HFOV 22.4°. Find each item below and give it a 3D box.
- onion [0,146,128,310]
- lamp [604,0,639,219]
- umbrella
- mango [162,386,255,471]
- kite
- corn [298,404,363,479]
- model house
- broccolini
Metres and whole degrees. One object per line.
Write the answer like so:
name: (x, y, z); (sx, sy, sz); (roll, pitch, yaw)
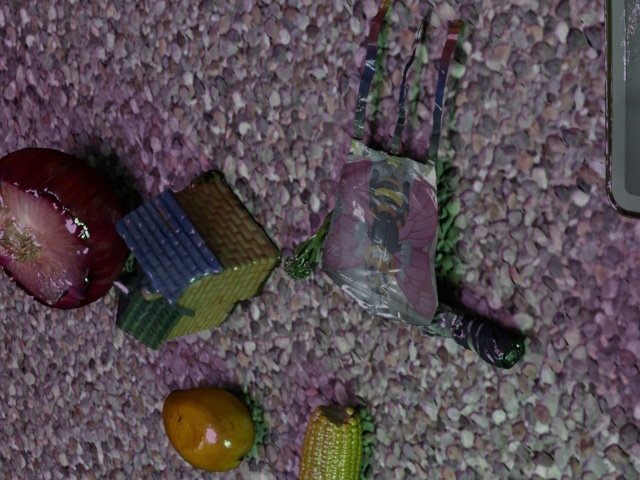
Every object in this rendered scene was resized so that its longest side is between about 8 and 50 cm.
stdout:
onion: (-0.358, -0.021, 2.204); (0.248, 0.161, 0.248); (32, 134, 41)
lamp: (0.378, -0.134, 1.479); (0.269, 0.047, 0.266); (14, 112, 43)
umbrella: (0.142, 0.094, 1.799); (0.188, 0.046, 0.050); (26, 98, 39)
mango: (-0.151, 0.249, 2.126); (0.165, 0.089, 0.115); (-13, 92, 50)
kite: (0.078, -0.082, 1.806); (0.204, 0.022, 0.360); (25, 114, 46)
corn: (0.007, 0.306, 1.987); (0.080, 0.080, 0.238); (27, 123, 38)
model house: (-0.185, 0.036, 2.031); (0.166, 0.172, 0.183); (50, 134, 21)
broccolini: (0.000, 0.000, 1.936); (0.035, 0.030, 0.140); (50, 129, 11)
